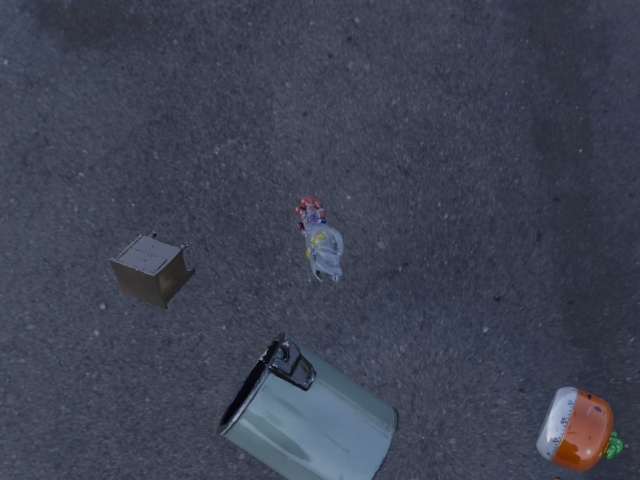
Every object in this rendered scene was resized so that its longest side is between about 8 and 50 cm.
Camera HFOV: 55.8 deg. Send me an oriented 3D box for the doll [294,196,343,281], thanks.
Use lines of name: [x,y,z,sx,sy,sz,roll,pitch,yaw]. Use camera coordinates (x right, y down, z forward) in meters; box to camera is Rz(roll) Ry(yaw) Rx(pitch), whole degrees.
doll: [0.000,-0.001,1.176,0.104,0.062,0.195,-39,55,24]

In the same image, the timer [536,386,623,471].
timer: [0.428,0.314,0.987,0.136,0.099,0.136,3,96,30]

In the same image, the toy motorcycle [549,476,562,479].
toy motorcycle: [0.269,0.447,0.896,0.263,0.157,0.091,-27,73,1]

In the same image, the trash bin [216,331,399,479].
trash bin: [-0.025,0.333,1.122,0.262,0.277,0.217,35,47,-4]

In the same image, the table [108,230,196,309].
table: [-0.240,0.038,0.884,0.083,0.070,0.082,16,46,22]
